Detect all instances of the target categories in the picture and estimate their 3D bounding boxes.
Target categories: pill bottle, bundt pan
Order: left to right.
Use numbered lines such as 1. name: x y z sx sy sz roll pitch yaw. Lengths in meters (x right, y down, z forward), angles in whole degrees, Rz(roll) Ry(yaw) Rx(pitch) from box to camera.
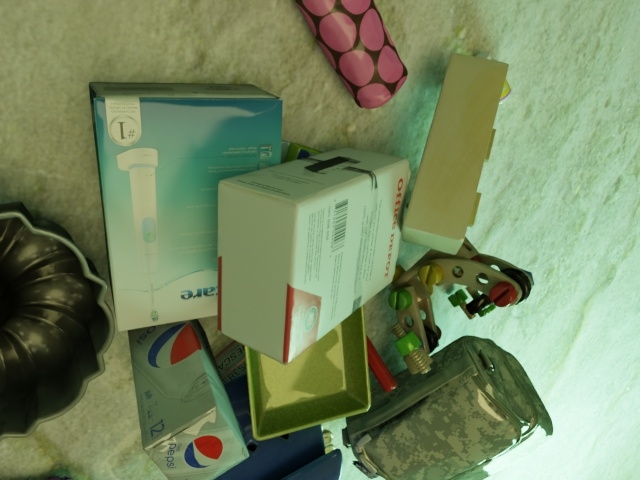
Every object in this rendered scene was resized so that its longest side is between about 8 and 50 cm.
1. bundt pan: -0.430 0.087 0.632 0.330 0.124 0.331 -11 117 -21
2. pill bottle: 0.277 -0.264 0.844 0.043 0.043 0.083 -42 124 -2

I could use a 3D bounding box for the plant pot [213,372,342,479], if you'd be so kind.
1. plant pot: -0.099 0.361 0.809 0.235 0.212 0.236 -20 138 -27

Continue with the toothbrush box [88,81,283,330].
1. toothbrush box: -0.174 -0.049 0.686 0.216 0.126 0.296 -8 115 -23

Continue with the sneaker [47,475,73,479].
1. sneaker: -0.440 0.411 0.803 0.236 0.095 0.105 34 89 -38

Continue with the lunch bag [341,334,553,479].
1. lunch bag: 0.220 0.314 0.941 0.305 0.213 0.256 -38 133 21

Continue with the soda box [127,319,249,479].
1. soda box: -0.187 0.182 0.691 0.091 0.286 0.098 -28 120 -10

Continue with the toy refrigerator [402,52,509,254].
1. toy refrigerator: 0.201 -0.124 0.766 0.094 0.102 0.270 16 80 11

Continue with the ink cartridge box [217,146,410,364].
1. ink cartridge box: 0.000 0.000 0.674 0.272 0.114 0.197 -26 128 -51

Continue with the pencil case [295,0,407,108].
1. pencil case: 0.046 -0.288 0.703 0.098 0.095 0.209 -50 128 -21

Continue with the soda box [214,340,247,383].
1. soda box: -0.124 0.203 0.866 0.183 0.058 0.063 -40 123 -3

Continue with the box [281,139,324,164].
1. box: 0.001 -0.080 0.803 0.178 0.042 0.109 13 107 -30

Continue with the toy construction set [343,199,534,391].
1. toy construction set: 0.162 0.067 0.868 0.308 0.257 0.237 -28 78 -29

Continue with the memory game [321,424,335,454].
1. memory game: -0.053 0.437 1.035 0.186 0.012 0.186 -10 116 -20

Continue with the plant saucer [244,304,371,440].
1. plant saucer: -0.023 0.175 0.762 0.188 0.045 0.189 -7 96 -23
